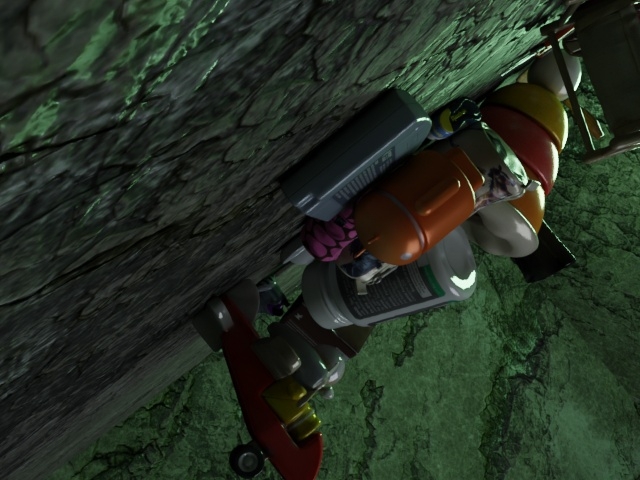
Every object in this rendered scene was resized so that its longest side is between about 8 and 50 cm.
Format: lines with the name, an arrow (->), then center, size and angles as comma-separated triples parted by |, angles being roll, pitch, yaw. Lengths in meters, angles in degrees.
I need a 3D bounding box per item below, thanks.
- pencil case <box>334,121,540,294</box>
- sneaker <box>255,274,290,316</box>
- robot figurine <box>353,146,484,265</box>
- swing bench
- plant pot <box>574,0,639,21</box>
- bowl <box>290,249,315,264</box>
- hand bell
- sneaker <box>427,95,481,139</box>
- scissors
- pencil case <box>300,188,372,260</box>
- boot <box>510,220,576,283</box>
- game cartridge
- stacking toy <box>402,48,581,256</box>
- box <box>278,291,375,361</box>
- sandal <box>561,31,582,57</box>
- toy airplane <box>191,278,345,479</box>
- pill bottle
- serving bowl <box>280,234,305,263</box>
pencil case -> 0.201, -0.065, 1.361 | 0.410, 0.183, 0.160 | -32, 169, 20
sneaker -> -0.148, 0.172, 1.817 | 0.083, 0.098, 0.223 | -36, 175, -28
robot figurine -> 0.140, -0.048, 1.049 | 0.219, 0.128, 0.158 | -37, -141, -18
swing bench -> 0.525, -0.287, 1.114 | 0.255, 0.253, 0.165 | -17, 177, 4
plant pot -> 0.576, -0.406, 1.292 | 0.180, 0.201, 0.201 | -23, 180, 17
bowl -> 0.000, 0.000, 1.570 | 0.142, 0.053, 0.142 | -42, 173, 32
hand bell -> 0.613, -0.347, 1.739 | 0.126, 0.242, 0.126 | -38, 176, -3
sneaker -> 0.241, -0.221, 1.279 | 0.144, 0.053, 0.059 | -28, 175, -43
scissors -> 0.445, -0.391, 1.412 | 0.109, 0.021, 0.297 | -39, 175, 40
pencil case -> 0.031, -0.027, 1.247 | 0.095, 0.098, 0.209 | -37, 176, -23
boot -> 0.478, -0.094, 1.899 | 0.146, 0.445, 0.367 | -39, 176, 7
game cartridge -> 0.055, -0.106, 0.925 | 0.198, 0.062, 0.297 | -43, 175, 4
stacking toy -> 0.448, -0.232, 1.596 | 0.479, 0.351, 0.350 | -53, 177, -6
box -> 0.078, 0.136, 1.863 | 0.143, 0.191, 0.381 | -42, -174, 45
sandal -> 0.630, -0.493, 1.566 | 0.219, 0.090, 0.060 | -46, -163, 4
toy airplane -> -0.089, 0.254, 1.404 | 0.273, 0.384, 0.386 | -15, -147, -14
pill bottle -> 0.147, 0.078, 1.584 | 0.361, 0.204, 0.204 | -20, -174, 32
serving bowl -> -0.051, 0.012, 1.422 | 0.083, 0.027, 0.083 | -39, 176, -3
